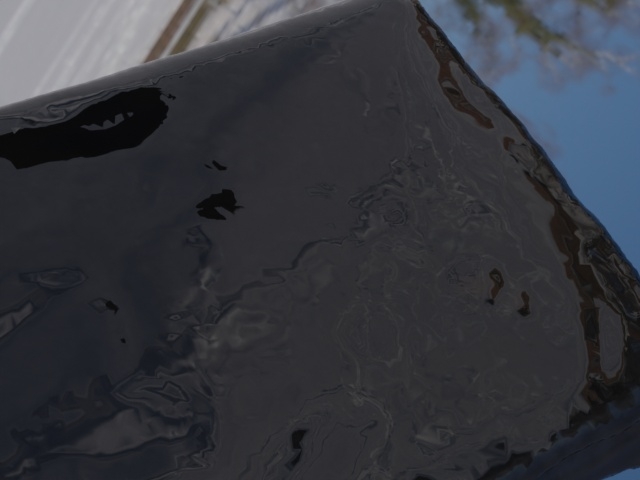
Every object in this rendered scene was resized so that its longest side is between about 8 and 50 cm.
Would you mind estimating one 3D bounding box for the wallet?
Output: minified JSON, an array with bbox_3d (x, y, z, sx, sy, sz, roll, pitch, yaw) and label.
[{"bbox_3d":[-0.074,0.042,0.386,0.377,0.197,0.051,-23,153,-24],"label":"wallet"}]
